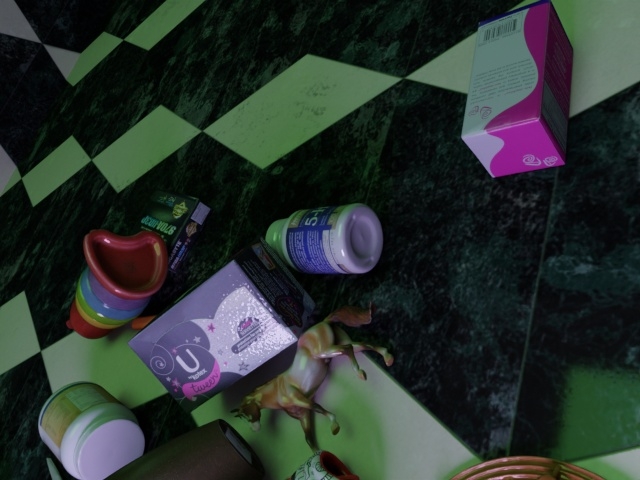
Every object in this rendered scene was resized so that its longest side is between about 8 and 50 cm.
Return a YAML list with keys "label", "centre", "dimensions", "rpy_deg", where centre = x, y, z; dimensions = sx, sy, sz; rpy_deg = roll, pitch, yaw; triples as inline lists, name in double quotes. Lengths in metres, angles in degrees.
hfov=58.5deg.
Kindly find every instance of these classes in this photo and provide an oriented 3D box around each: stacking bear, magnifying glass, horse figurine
- label: "stacking bear"
  centre: [-0.470, 0.121, 1.268]
  dimensions: [0.289, 0.175, 0.164]
  rpy_deg: [-43, 59, 39]
- label: "magnifying glass"
  centre: [-0.327, 0.169, 1.217]
  dimensions: [0.230, 0.026, 0.092]
  rpy_deg: [-12, 55, 39]
- label: "horse figurine"
  centre: [-0.003, 0.199, 0.854]
  dimensions: [0.174, 0.066, 0.263]
  rpy_deg: [28, 85, 44]

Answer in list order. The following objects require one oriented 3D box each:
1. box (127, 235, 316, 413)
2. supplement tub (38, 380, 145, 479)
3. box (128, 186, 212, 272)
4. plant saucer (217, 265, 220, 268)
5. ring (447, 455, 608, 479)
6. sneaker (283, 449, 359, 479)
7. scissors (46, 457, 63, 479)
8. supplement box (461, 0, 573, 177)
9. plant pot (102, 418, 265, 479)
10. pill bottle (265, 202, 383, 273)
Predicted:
- label: "box"
  centre: [-0.158, 0.139, 0.938]
  dimensions: [0.247, 0.163, 0.142]
  rpy_deg: [-36, 6, 20]
- label: "supplement tub"
  centre: [-0.435, 0.364, 1.088]
  dimensions: [0.199, 0.144, 0.145]
  rpy_deg: [12, 71, 47]
- label: "box"
  centre: [-0.371, -0.031, 1.379]
  dimensions: [0.220, 0.051, 0.175]
  rpy_deg: [18, 76, 48]
- label: "plant saucer"
  centre: [-0.205, 0.131, 1.132]
  dimensions: [0.067, 0.018, 0.192]
  rpy_deg: [-12, 56, 39]
- label: "ring"
  centre: [0.202, 0.383, 0.553]
  dimensions: [0.336, 0.032, 0.337]
  rpy_deg: [-25, 47, 30]
- label: "sneaker"
  centre: [0.021, 0.382, 0.680]
  dimensions: [0.145, 0.090, 0.270]
  rpy_deg: [-49, 37, 9]
- label: "scissors"
  centre: [-0.516, 0.526, 1.147]
  dimensions: [0.297, 0.021, 0.109]
  rpy_deg: [3, 67, 43]
- label: "supplement box"
  centre: [0.290, -0.218, 0.832]
  dimensions: [0.111, 0.114, 0.220]
  rpy_deg: [-7, 57, 40]
- label: "plant pot"
  centre: [-0.202, 0.379, 0.832]
  dimensions: [0.230, 0.215, 0.215]
  rpy_deg: [-42, 39, -9]
- label: "pill bottle"
  centre: [0.000, 0.000, 0.955]
  dimensions: [0.186, 0.112, 0.112]
  rpy_deg: [-4, 60, 42]
